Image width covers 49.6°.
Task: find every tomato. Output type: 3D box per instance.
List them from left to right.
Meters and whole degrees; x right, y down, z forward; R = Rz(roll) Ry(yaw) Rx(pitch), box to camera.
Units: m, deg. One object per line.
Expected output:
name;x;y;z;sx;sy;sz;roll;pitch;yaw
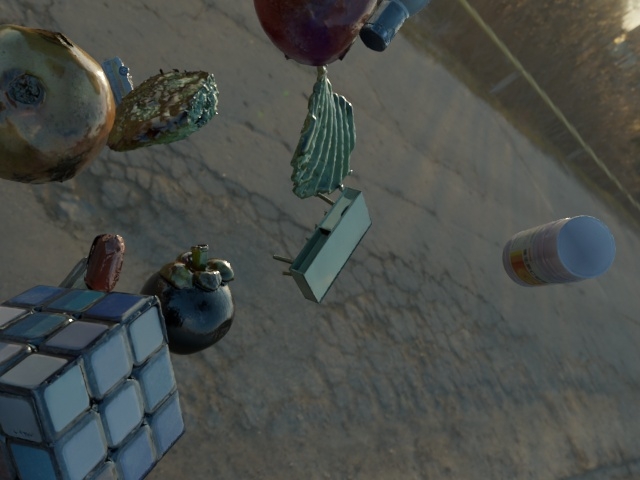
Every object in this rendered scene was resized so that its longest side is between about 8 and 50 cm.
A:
tomato;-0.017;-0.541;1.493;0.290;0.335;0.176;29;20;-8

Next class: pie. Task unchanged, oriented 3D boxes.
pie;-0.406;-0.321;1.734;0.354;0.288;0.103;-75;148;-47

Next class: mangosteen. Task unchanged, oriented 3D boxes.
mangosteen;-0.353;0.148;1.865;0.275;0.302;0.275;15;19;-5

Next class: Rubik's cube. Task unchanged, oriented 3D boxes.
Rubik's cube;-0.517;0.313;1.354;0.362;0.359;0.363;-49;138;-58

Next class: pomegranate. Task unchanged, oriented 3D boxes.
pomegranate;-0.565;-0.261;1.338;0.322;0.322;0.322;42;28;-29

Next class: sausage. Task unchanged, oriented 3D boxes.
sausage;-0.479;0.052;1.538;0.076;0.141;0.076;15;5;-1

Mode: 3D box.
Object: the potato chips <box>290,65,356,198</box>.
potato chips;0.006;-0.305;1.942;0.373;0.097;0.389;56;43;-58

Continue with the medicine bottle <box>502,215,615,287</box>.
medicine bottle;0.489;0.027;1.442;0.133;0.133;0.250;56;-13;0

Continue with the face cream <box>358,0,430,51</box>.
face cream;0.162;-0.442;1.174;0.071;0.291;0.144;41;-16;-24

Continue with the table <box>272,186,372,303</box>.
table;0.000;0.000;1.542;0.240;0.111;0.121;-55;147;-24

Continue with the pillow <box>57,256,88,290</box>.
pillow;-0.599;0.148;1.644;0.059;0.255;0.169;32;-11;19

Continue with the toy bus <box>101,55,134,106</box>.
toy bus;-0.594;-0.457;2.082;0.064;0.075;0.190;118;-50;-74
